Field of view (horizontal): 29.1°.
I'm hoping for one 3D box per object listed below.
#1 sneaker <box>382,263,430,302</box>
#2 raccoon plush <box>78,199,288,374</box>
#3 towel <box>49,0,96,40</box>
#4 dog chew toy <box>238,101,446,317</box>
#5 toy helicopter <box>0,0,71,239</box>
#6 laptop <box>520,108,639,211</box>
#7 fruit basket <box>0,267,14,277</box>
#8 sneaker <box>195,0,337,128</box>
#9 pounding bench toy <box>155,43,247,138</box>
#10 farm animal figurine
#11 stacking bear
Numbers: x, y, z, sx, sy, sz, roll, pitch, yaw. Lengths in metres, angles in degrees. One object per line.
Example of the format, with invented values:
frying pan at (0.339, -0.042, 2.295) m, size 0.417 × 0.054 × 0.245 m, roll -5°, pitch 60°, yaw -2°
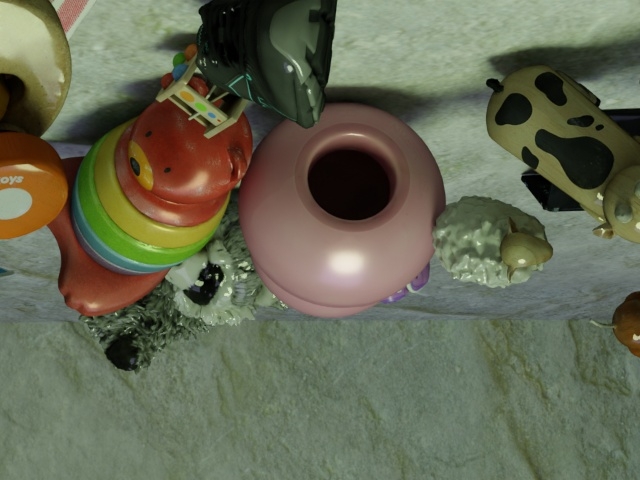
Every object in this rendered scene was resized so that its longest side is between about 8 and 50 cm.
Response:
sneaker at (0.077, -0.009, 1.512) m, size 0.102 × 0.161 × 0.282 m, roll -5°, pitch 168°, yaw 26°
raccoon plush at (-0.144, 0.018, 1.729) m, size 0.299 × 0.216 × 0.446 m, roll -17°, pitch -172°, yaw 17°
towel at (-0.271, -0.165, 0.888) m, size 0.197 × 0.029 × 0.144 m, roll 5°, pitch 152°, yaw -37°
dog chew toy at (0.013, -0.010, 1.297) m, size 0.206 × 0.207 × 0.332 m, roll -1°, pitch 162°, yaw -6°
toy helicopter at (-0.337, -0.101, 0.783) m, size 0.355 × 0.140 × 0.235 m, roll -12°, pitch 145°, yaw -15°
laptop at (0.370, -0.107, 1.431) m, size 0.234 × 0.137 × 0.264 m, roll -1°, pitch -165°, yaw 0°
fruit basket at (-0.541, -0.012, 1.371) m, size 0.327 × 0.165 × 0.353 m, roll 17°, pitch -172°, yaw 4°
sneaker at (-0.043, -0.134, 0.901) m, size 0.106 × 0.101 × 0.267 m, roll 9°, pitch 180°, yaw -2°
pounding bench toy at (-0.092, -0.144, 1.049) m, size 0.065 × 0.083 × 0.052 m, roll 37°, pitch 151°, yaw -20°
farm animal figurine at (0.277, -0.072, 1.064) m, size 0.326 × 0.330 × 0.172 m, roll 25°, pitch -173°, yaw 29°
stacking bear at (-0.162, -0.058, 1.228) m, size 0.164 × 0.175 × 0.289 m, roll -16°, pitch 170°, yaw -33°
